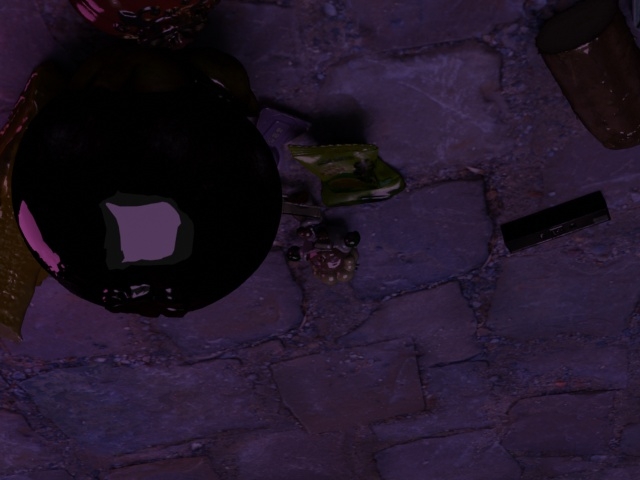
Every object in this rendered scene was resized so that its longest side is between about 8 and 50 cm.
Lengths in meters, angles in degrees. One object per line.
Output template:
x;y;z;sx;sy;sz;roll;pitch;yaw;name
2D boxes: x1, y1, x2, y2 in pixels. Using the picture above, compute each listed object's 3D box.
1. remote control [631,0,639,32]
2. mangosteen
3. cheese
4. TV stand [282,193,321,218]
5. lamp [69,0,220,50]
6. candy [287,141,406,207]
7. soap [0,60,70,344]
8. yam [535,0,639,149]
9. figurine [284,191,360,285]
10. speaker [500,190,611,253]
0.489;-0.384;1.623;0.104;0.052;0.247;-10;143;7;remote control
-0.238;-0.108;1.615;0.382;0.435;0.382;0;159;0;mangosteen
-0.098;-0.144;1.860;0.105;0.042;0.191;18;138;-30;cheese
-0.122;-0.065;1.928;0.249;0.042;0.036;7;171;-5;TV stand
-0.210;-0.341;1.442;0.227;0.227;0.227;-4;143;-3;lamp
0.047;-0.120;1.888;0.149;0.069;0.246;-9;165;12;candy
-0.430;-0.047;1.725;0.169;0.304;0.338;15;139;-31;soap
0.425;-0.251;1.730;0.129;0.128;0.238;8;153;43;yam
0.000;0.001;2.026;0.147;0.093;0.197;-14;141;27;figurine
0.425;-0.031;2.085;0.191;0.046;0.040;-20;142;17;speaker
